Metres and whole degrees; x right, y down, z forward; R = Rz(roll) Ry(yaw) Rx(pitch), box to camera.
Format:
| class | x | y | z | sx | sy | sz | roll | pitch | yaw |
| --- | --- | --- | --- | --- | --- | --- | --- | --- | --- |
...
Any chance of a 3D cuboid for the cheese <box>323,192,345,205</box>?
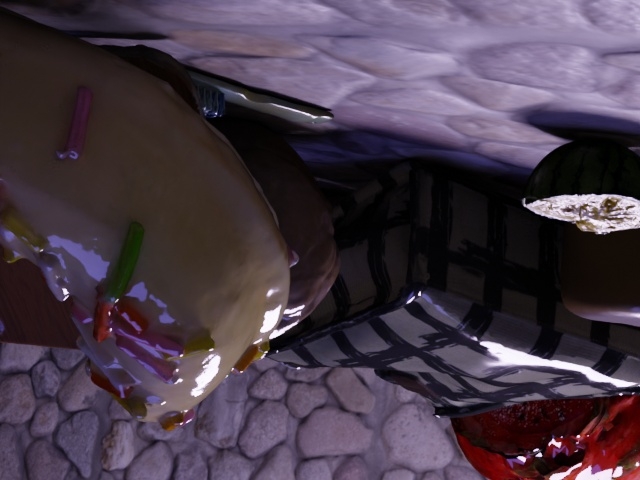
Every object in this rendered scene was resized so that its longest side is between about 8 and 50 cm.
| class | x | y | z | sx | sy | sz | roll | pitch | yaw |
| --- | --- | --- | --- | --- | --- | --- | --- | --- | --- |
| cheese | 0.000 | 0.000 | 1.926 | 0.163 | 0.082 | 0.286 | 6 | 176 | 19 |

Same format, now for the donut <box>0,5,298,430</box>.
| class | x | y | z | sx | sy | sz | roll | pitch | yaw |
| --- | --- | --- | --- | --- | --- | --- | --- | --- | --- |
| donut | -0.202 | -0.017 | 1.200 | 0.371 | 0.150 | 0.307 | 20 | 146 | 7 |

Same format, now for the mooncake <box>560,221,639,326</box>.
| class | x | y | z | sx | sy | sz | roll | pitch | yaw |
| --- | --- | --- | --- | --- | --- | --- | --- | --- | --- |
| mooncake | 0.328 | 0.020 | 1.512 | 0.234 | 0.117 | 0.235 | 5 | 172 | 1 |

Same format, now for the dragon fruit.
| class | x | y | z | sx | sy | sz | roll | pitch | yaw |
| --- | --- | --- | --- | --- | --- | --- | --- | --- | --- |
| dragon fruit | 0.305 | 0.174 | 2.183 | 0.301 | 0.296 | 0.295 | 13 | 172 | -33 |

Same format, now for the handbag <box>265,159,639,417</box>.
| class | x | y | z | sx | sy | sz | roll | pitch | yaw |
| --- | --- | --- | --- | --- | --- | --- | --- | --- | --- |
| handbag | 0.112 | 0.067 | 1.705 | 0.325 | 0.163 | 0.327 | 20 | 153 | -33 |

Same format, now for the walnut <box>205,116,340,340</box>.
| class | x | y | z | sx | sy | sz | roll | pitch | yaw |
| --- | --- | --- | --- | --- | --- | --- | --- | --- | --- |
| walnut | -0.095 | -0.002 | 1.478 | 0.224 | 0.224 | 0.224 | 8 | 174 | 1 |

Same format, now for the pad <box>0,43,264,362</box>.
| class | x | y | z | sx | sy | sz | roll | pitch | yaw |
| --- | --- | --- | --- | --- | --- | --- | --- | --- | --- |
| pad | -0.188 | -0.024 | 1.338 | 0.284 | 0.018 | 0.287 | 3 | 131 | 24 |

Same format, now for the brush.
| class | x | y | z | sx | sy | sz | roll | pitch | yaw |
| --- | --- | --- | --- | --- | --- | --- | --- | --- | --- |
| brush | -0.064 | -0.100 | 1.327 | 0.178 | 0.030 | 0.033 | 14 | 161 | -41 |

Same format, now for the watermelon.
| class | x | y | z | sx | sy | sz | roll | pitch | yaw |
| --- | --- | --- | --- | --- | --- | --- | --- | --- | --- |
| watermelon | 0.203 | -0.043 | 1.347 | 0.105 | 0.062 | 0.105 | 7 | 166 | 2 |
